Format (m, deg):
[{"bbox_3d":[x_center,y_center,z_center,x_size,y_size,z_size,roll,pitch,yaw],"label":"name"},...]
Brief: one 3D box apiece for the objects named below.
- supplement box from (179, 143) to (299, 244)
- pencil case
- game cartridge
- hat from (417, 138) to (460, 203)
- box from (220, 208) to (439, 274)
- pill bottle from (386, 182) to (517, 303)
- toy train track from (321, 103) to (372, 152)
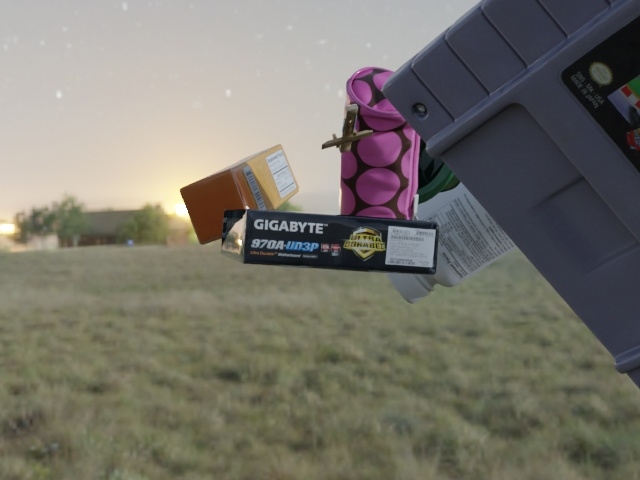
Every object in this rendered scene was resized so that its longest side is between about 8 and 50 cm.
[{"bbox_3d":[-0.097,-0.063,1.285,0.078,0.080,0.233,-20,6,16],"label":"supplement box"},{"bbox_3d":[0.074,-0.095,1.182,0.098,0.209,0.095,20,45,23],"label":"pencil case"},{"bbox_3d":[0.235,-0.042,0.723,0.230,0.355,0.068,-35,10,47],"label":"game cartridge"},{"bbox_3d":[0.192,-0.112,1.474,0.173,0.209,0.183,-25,-26,39],"label":"hat"},{"bbox_3d":[0.000,0.000,0.976,0.175,0.051,0.220,4,0,-10],"label":"box"},{"bbox_3d":[0.241,-0.019,1.752,0.283,0.160,0.160,-33,-5,13],"label":"pill bottle"},{"bbox_3d":[0.023,-0.101,0.885,0.048,0.014,0.083,-16,-18,-9],"label":"toy train track"}]
